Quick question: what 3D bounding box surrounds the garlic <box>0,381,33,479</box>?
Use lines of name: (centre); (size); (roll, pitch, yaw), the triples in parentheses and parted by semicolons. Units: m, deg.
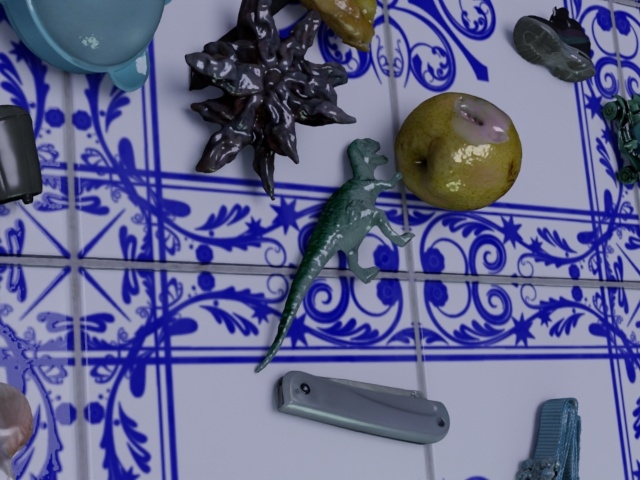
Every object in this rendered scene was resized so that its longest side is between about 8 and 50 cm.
garlic: (-0.373, 0.212, 1.206); (0.174, 0.099, 0.124); (-18, 74, -37)

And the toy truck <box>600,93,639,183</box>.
toy truck: (0.524, -0.169, 1.953); (0.080, 0.078, 0.154); (-7, 82, -38)

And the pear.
pear: (0.185, -0.121, 1.644); (0.178, 0.178, 0.178); (10, 72, -33)

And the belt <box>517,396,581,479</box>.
belt: (0.327, 0.306, 1.702); (0.100, 0.065, 0.179); (27, 61, -37)

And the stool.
stool: (-0.351, -0.089, 1.298); (0.096, 0.096, 0.110); (-17, 94, -37)

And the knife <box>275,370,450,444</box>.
knife: (0.057, 0.214, 1.546); (0.265, 0.040, 0.073); (15, 59, -32)

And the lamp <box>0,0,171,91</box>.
lamp: (-0.289, -0.309, 1.365); (0.284, 0.147, 0.209); (26, 67, -27)

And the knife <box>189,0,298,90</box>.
knife: (-0.098, -0.261, 1.570); (0.230, 0.028, 0.060); (-45, 117, -33)

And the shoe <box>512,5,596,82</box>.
shoe: (0.374, -0.326, 1.895); (0.169, 0.071, 0.099); (28, 60, -31)

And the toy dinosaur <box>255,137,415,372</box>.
toy dinosaur: (0.045, 0.020, 1.553); (0.129, 0.076, 0.383); (20, 56, 5)

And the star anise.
star anise: (-0.064, -0.193, 1.512); (0.212, 0.129, 0.283); (42, 59, -11)

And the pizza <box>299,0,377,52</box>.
pizza: (0.025, -0.440, 1.638); (0.280, 0.075, 0.288); (43, 56, -22)
